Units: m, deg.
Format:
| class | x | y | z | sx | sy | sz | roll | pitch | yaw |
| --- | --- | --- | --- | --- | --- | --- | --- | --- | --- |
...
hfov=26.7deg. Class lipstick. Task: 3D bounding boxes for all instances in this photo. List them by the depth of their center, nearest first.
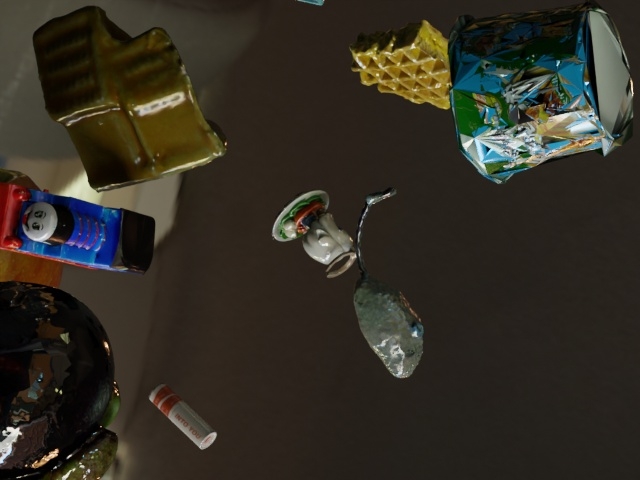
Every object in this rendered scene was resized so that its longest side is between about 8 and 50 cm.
| class | x | y | z | sx | sy | sz | roll | pitch | yaw |
| --- | --- | --- | --- | --- | --- | --- | --- | --- | --- |
| lipstick | -0.230 | 0.292 | 2.250 | 0.131 | 0.038 | 0.038 | 39 | -66 | 25 |

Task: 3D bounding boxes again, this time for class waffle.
| class | x | y | z | sx | sy | sz | roll | pitch | yaw |
| --- | --- | --- | --- | --- | --- | --- | --- | --- | --- |
| waffle | 0.163 | -0.286 | 2.312 | 0.219 | 0.229 | 0.057 | -1 | -116 | 47 |

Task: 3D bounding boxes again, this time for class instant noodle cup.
| class | x | y | z | sx | sy | sz | roll | pitch | yaw |
| --- | --- | --- | --- | --- | --- | --- | --- | --- | --- |
| instant noodle cup | 0.291 | -0.202 | 1.755 | 0.178 | 0.240 | 0.240 | -9 | -118 | 30 |

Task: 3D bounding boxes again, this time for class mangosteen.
| class | x | y | z | sx | sy | sz | roll | pitch | yaw |
| --- | --- | --- | --- | --- | --- | --- | --- | --- | --- |
| mangosteen | -0.311 | 0.156 | 1.369 | 0.243 | 0.243 | 0.242 | -43 | -142 | 47 |

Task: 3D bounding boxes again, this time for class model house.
| class | x | y | z | sx | sy | sz | roll | pitch | yaw |
| --- | --- | --- | --- | --- | --- | --- | --- | --- | --- |
| model house | -0.249 | -0.200 | 1.759 | 0.268 | 0.239 | 0.173 | -12 | -158 | 36 |

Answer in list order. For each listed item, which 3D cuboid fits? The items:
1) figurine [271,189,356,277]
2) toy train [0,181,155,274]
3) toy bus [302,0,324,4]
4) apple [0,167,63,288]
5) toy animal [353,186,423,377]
| class | x | y | z | sx | sy | sz | roll | pitch | yaw |
| --- | --- | --- | --- | --- | --- | --- | --- | --- | --- |
| figurine | 0.000 | 0.000 | 2.479 | 0.153 | 0.132 | 0.132 | 50 | -56 | 26 |
| toy train | -0.308 | -0.013 | 1.666 | 0.131 | 0.204 | 0.082 | 8 | -94 | 26 |
| toy bus | -0.104 | -0.450 | 2.035 | 0.147 | 0.256 | 0.128 | 75 | 30 | -75 |
| apple | -0.574 | 0.037 | 2.128 | 0.339 | 0.340 | 0.339 | -43 | -142 | 47 |
| toy animal | 0.076 | 0.056 | 1.719 | 0.070 | 0.079 | 0.252 | -148 | -137 | -70 |
